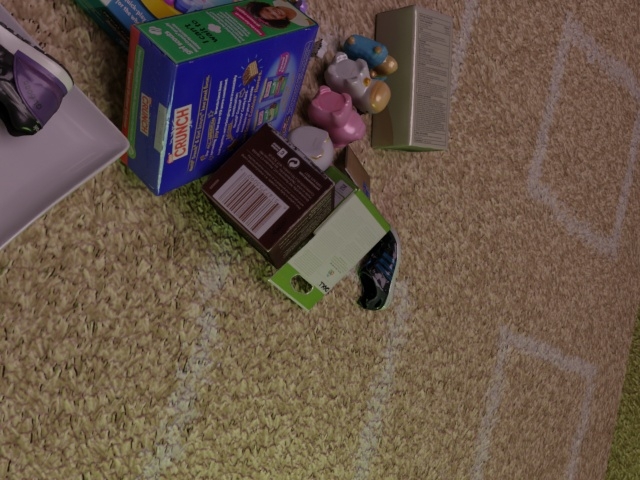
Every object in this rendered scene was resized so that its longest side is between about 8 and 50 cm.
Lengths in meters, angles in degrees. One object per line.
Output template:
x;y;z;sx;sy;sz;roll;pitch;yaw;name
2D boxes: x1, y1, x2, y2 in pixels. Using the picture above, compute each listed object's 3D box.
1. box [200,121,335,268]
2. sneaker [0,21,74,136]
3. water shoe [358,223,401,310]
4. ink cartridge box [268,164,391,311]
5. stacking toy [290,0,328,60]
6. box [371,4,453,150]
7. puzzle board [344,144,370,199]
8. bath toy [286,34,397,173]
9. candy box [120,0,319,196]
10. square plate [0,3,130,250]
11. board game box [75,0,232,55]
-0.088;-0.075;1.376;0.168;0.203;0.167;42;83;8;box
-0.491;-0.251;1.035;0.283;0.107;0.124;33;69;-16;sneaker
0.132;0.060;1.738;0.080;0.073;0.203;3;90;-40;water shoe
0.000;0.000;1.574;0.255;0.097;0.189;-45;144;0;ink cartridge box
-0.035;-0.500;1.561;0.167;0.052;0.221;29;73;-40;stacking toy
0.211;-0.363;1.749;0.148;0.121;0.311;2;92;-43;box
0.080;-0.146;1.664;0.096;0.011;0.128;54;20;-23;puzzle board
0.040;-0.265;1.606;0.151;0.129;0.348;28;65;6;bath toy
-0.176;-0.255;1.307;0.317;0.122;0.268;-30;152;-41;candy box
-0.512;-0.159;1.082;0.344;0.049;0.347;48;59;-8;square plate
-0.259;-0.482;1.309;0.254;0.079;0.336;47;65;-43;board game box
